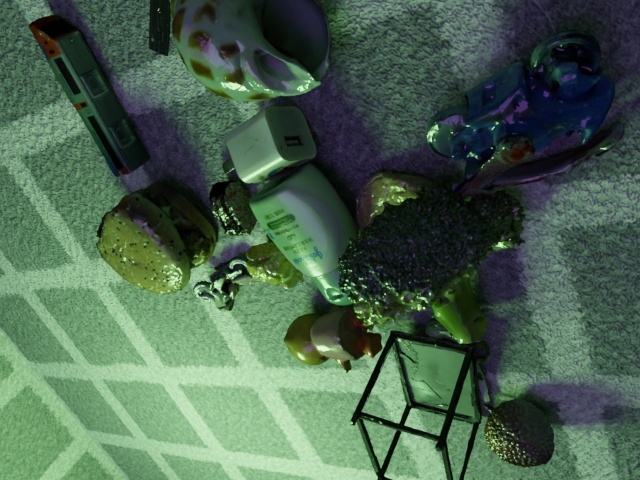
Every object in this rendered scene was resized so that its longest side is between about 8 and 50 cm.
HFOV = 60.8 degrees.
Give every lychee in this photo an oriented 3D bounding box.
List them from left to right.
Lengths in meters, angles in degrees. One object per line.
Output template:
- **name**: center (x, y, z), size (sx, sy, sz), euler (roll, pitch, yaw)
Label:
- **lychee**: center (0.490, 0.475, 1.365), size (0.197, 0.165, 0.165), euler (45, 152, 51)

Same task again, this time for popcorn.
- **popcorn**: center (-0.122, 0.058, 1.404), size (0.141, 0.135, 0.162), euler (-12, 107, 12)

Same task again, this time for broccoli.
- **broccoli**: center (0.207, 0.089, 1.133), size (0.353, 0.275, 0.397), euler (11, 145, 8)

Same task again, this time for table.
- **table**: center (0.253, 0.450, 1.359), size (0.222, 0.272, 0.335), euler (7, 136, 28)

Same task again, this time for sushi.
- **sushi**: center (-0.219, -0.082, 1.382), size (0.078, 0.090, 0.150), euler (1, 126, 34)

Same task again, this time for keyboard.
- **keyboard**: center (-0.353, -0.485, 1.198), size (0.053, 0.010, 0.155), euler (27, 133, 8)

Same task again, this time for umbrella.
- **umbrella**: center (0.324, 0.224, 1.327), size (0.143, 0.062, 0.067), euler (1, 105, 35)

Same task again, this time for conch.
- **conch**: center (-0.150, -0.396, 1.026), size (0.368, 0.197, 0.249), euler (39, 102, -6)

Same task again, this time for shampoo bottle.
- **shampoo bottle**: center (0.000, 0.000, 1.277), size (0.222, 0.151, 0.349), euler (-20, 113, 41)

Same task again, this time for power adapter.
- **power adapter**: center (-0.131, -0.196, 1.200), size (0.205, 0.130, 0.125), euler (-22, 87, 41)

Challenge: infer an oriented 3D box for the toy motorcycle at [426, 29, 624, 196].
- **toy motorcycle**: center (0.351, -0.208, 0.929), size (0.319, 0.241, 0.182), euler (-29, 67, 44)

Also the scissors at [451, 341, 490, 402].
- **scissors**: center (0.397, 0.336, 1.394), size (0.101, 0.027, 0.204), euler (-6, 119, 35)

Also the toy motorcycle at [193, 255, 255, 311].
- **toy motorcycle**: center (-0.260, 0.130, 1.577), size (0.229, 0.094, 0.130), euler (-33, 109, 29)

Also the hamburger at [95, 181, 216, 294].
- **hamburger**: center (-0.445, 0.003, 1.508), size (0.277, 0.195, 0.318), euler (39, 136, 0)

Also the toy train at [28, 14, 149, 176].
- **toy train**: center (-0.570, -0.361, 1.368), size (0.089, 0.086, 0.409), euler (-4, 121, 32)

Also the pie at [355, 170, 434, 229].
- **pie**: center (0.166, -0.066, 1.196), size (0.218, 0.052, 0.185), euler (-28, 109, 43)

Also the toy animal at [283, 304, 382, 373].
- **toy animal**: center (0.017, 0.261, 1.463), size (0.281, 0.169, 0.195), euler (-19, 71, 44)
